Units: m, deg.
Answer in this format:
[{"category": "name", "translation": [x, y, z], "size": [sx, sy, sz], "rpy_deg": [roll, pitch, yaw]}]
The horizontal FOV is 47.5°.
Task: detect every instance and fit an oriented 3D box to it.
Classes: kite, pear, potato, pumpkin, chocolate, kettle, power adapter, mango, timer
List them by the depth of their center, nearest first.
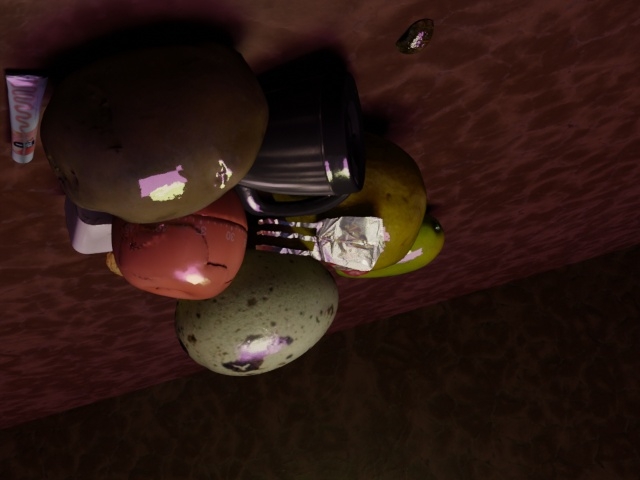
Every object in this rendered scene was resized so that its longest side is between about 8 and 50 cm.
[{"category": "potato", "translation": [-0.233, -0.155, 1.053], "size": [0.326, 0.243, 0.221], "rpy_deg": [-14, 158, -7]}, {"category": "pumpkin", "translation": [0.162, -0.337, 1.226], "size": [0.050, 0.028, 0.083], "rpy_deg": [-6, 155, -25]}, {"category": "timer", "translation": [-0.238, -0.011, 1.232], "size": [0.230, 0.214, 0.229], "rpy_deg": [1, 163, 0]}, {"category": "kettle", "translation": [-0.066, -0.168, 1.272], "size": [0.271, 0.207, 0.251], "rpy_deg": [-4, 167, 12]}, {"category": "kite", "translation": [0.000, -0.001, 1.382], "size": [0.245, 0.015, 0.141], "rpy_deg": [5, 129, -4]}, {"category": "power adapter", "translation": [-0.418, -0.047, 1.390], "size": [0.125, 0.130, 0.205], "rpy_deg": [-8, 161, -27]}, {"category": "pear", "translation": [0.050, -0.094, 1.484], "size": [0.375, 0.287, 0.287], "rpy_deg": [30, 138, -26]}, {"category": "chocolate", "translation": [-0.091, -0.021, 1.775], "size": [0.134, 0.134, 0.309], "rpy_deg": [1, 160, -44]}, {"category": "mango", "translation": [0.199, 0.028, 2.141], "size": [0.343, 0.156, 0.192], "rpy_deg": [-18, 154, 15]}]

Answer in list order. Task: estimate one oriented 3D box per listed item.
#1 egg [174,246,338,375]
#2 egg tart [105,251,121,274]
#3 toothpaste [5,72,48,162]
[{"category": "egg", "translation": [-0.145, 0.155, 1.665], "size": [0.379, 0.287, 0.287], "rpy_deg": [-20, 164, -18]}, {"category": "egg tart", "translation": [-0.322, -0.014, 1.595], "size": [0.315, 0.120, 0.315], "rpy_deg": [-16, 164, -5]}, {"category": "toothpaste", "translation": [-0.449, -0.187, 1.104], "size": [0.056, 0.036, 0.205], "rpy_deg": [-6, 155, -27]}]
